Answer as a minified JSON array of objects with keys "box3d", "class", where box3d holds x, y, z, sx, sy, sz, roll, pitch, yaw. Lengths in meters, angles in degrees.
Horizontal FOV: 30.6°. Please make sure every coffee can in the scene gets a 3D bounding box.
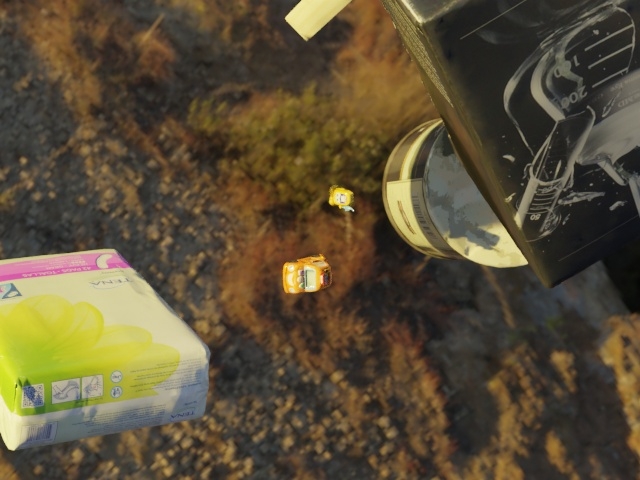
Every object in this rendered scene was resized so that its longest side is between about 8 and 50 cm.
[{"box3d":[0.203,-0.070,1.517,0.201,0.201,0.275,42,-4,-7],"class":"coffee can"}]

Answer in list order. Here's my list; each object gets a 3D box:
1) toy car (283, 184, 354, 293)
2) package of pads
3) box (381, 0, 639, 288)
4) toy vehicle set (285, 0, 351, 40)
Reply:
[{"box3d":[0.000,0.000,1.223,0.060,0.040,0.122,10,93,-43],"class":"toy car"},{"box3d":[-0.278,0.113,1.315,0.229,0.101,0.296,-6,26,-31],"class":"package of pads"},{"box3d":[0.228,-0.185,0.816,0.312,0.343,0.179,53,8,-50],"class":"box"},{"box3d":[0.068,-0.303,1.172,0.035,0.267,0.166,45,71,-8],"class":"toy vehicle set"}]
